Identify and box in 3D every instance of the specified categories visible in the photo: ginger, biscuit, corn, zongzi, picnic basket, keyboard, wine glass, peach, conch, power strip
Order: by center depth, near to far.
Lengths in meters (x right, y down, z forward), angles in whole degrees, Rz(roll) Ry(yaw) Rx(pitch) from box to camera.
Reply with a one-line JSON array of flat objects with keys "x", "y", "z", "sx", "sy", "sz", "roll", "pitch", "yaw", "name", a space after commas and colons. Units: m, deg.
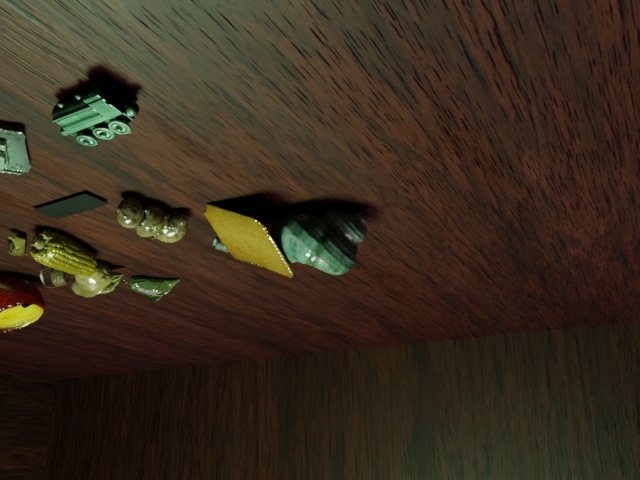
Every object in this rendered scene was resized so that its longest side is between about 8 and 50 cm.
[{"x": -0.701, "y": -0.176, "z": 1.377, "sx": 0.213, "sy": 0.064, "sz": 0.198, "roll": 6, "pitch": 159, "yaw": -16, "name": "power strip"}, {"x": -0.620, "y": -0.086, "z": 1.697, "sx": 0.196, "sy": 0.015, "sz": 0.074, "roll": -12, "pitch": 153, "yaw": 29, "name": "keyboard"}, {"x": -0.418, "y": -0.052, "z": 1.698, "sx": 0.104, "sy": 0.080, "sz": 0.204, "roll": -31, "pitch": 148, "yaw": 31, "name": "ginger"}, {"x": 0.000, "y": 0.000, "z": 1.730, "sx": 0.277, "sy": 0.195, "sz": 0.220, "roll": -28, "pitch": -173, "yaw": 9, "name": "conch"}, {"x": -0.188, "y": -0.001, "z": 1.739, "sx": 0.232, "sy": 0.013, "sz": 0.237, "roll": 17, "pitch": 149, "yaw": 35, "name": "biscuit"}, {"x": -0.717, "y": 0.041, "z": 1.924, "sx": 0.097, "sy": 0.097, "sz": 0.261, "roll": -6, "pitch": 160, "yaw": 15, "name": "corn"}, {"x": -0.261, "y": 0.014, "z": 1.940, "sx": 0.083, "sy": 0.039, "sz": 0.042, "roll": 15, "pitch": 160, "yaw": -26, "name": "wine glass"}, {"x": -0.730, "y": 0.111, "z": 2.139, "sx": 0.193, "sy": 0.115, "sz": 0.122, "roll": -4, "pitch": 139, "yaw": 32, "name": "ginger"}, {"x": -0.835, "y": 0.113, "z": 2.151, "sx": 0.083, "sy": 0.072, "sz": 0.072, "roll": -10, "pitch": 159, "yaw": 2, "name": "picnic basket"}, {"x": -1.012, "y": 0.211, "z": 2.216, "sx": 0.226, "sy": 0.190, "sz": 0.196, "roll": 19, "pitch": -167, "yaw": -5, "name": "peach"}, {"x": -0.560, "y": 0.129, "z": 2.258, "sx": 0.130, "sy": 0.062, "sz": 0.154, "roll": -33, "pitch": 131, "yaw": 21, "name": "zongzi"}]

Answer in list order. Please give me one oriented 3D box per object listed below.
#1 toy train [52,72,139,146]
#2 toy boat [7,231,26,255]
[{"x": -0.409, "y": -0.231, "z": 1.235, "sx": 0.170, "sy": 0.071, "sz": 0.111, "roll": -11, "pitch": 148, "yaw": 30, "name": "toy train"}, {"x": -0.846, "y": 0.013, "z": 1.911, "sx": 0.049, "sy": 0.047, "sz": 0.149, "roll": 8, "pitch": 159, "yaw": -20, "name": "toy boat"}]
